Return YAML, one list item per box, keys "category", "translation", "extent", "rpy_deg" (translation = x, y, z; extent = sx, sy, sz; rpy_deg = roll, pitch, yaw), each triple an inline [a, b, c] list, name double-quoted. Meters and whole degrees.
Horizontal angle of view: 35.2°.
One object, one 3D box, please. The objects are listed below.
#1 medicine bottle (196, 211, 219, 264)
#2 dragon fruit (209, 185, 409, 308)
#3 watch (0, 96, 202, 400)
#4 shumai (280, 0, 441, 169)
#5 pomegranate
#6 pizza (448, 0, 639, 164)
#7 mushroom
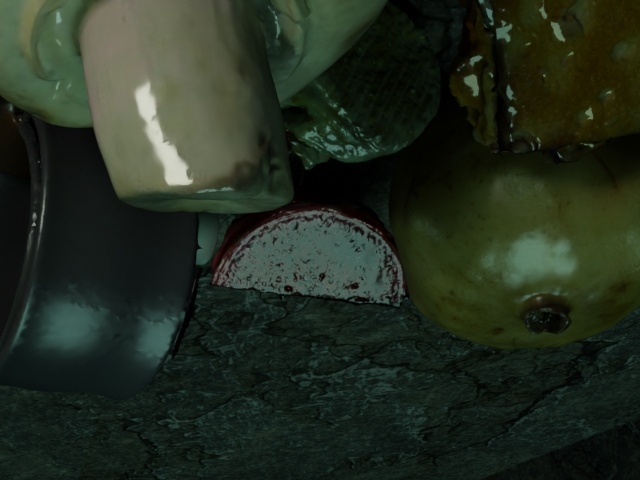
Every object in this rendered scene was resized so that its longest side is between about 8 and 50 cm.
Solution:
- category: "medicine bottle"
  translation: [-0.226, -0.021, 1.250]
  extent: [0.183, 0.086, 0.086]
  rpy_deg: [9, 147, -31]
- category: "dragon fruit"
  translation: [0.000, 0.000, 1.284]
  extent: [0.261, 0.163, 0.189]
  rpy_deg: [11, 145, -11]
- category: "watch"
  translation: [-0.241, -0.021, 0.983]
  extent: [0.314, 0.327, 0.335]
  rpy_deg: [10, 146, -34]
- category: "shumai"
  translation: [0.023, -0.156, 1.033]
  extent: [0.184, 0.184, 0.142]
  rpy_deg: [9, 171, -32]
- category: "pomegranate"
  translation: [0.238, -0.022, 1.159]
  extent: [0.332, 0.333, 0.332]
  rpy_deg: [-8, 153, -4]
- category: "pizza"
  translation: [0.245, -0.198, 0.947]
  extent: [0.408, 0.114, 0.278]
  rpy_deg: [23, 105, -28]
- category: "mushroom"
  translation: [-0.119, -0.194, 0.756]
  extent: [0.353, 0.353, 0.325]
  rpy_deg: [18, 173, -42]
